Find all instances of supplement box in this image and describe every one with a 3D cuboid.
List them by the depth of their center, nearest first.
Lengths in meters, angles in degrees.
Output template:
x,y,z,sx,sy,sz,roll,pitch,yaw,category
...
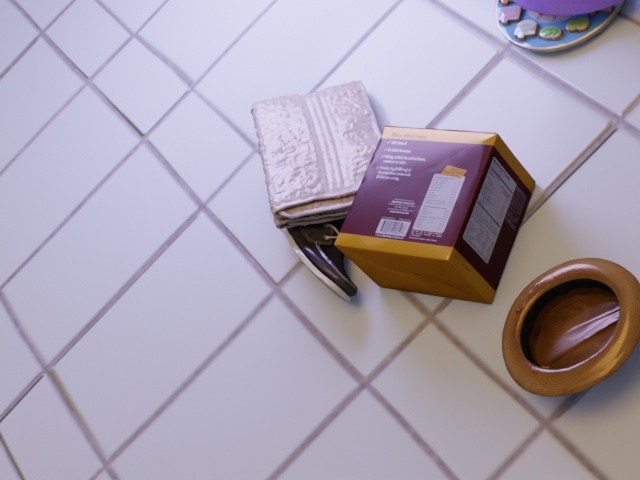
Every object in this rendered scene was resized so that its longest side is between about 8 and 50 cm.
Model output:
x,y,z,sx,sy,sz,roll,pitch,yaw,category
0.157,-0.038,1.726,0.191,0.129,0.194,8,66,39,supplement box

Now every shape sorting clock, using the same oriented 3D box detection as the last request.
x,y,z,sx,sy,sz,roll,pitch,yaw,category
0.354,-0.366,1.868,0.206,0.040,0.206,-19,52,26,shape sorting clock

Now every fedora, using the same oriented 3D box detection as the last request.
x,y,z,sx,sy,sz,roll,pitch,yaw,category
0.317,0.115,1.542,0.194,0.079,0.194,-23,51,31,fedora

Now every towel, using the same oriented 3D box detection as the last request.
x,y,z,sx,sy,sz,roll,pitch,yaw,category
0.000,-0.136,1.904,0.187,0.049,0.282,-11,45,-3,towel

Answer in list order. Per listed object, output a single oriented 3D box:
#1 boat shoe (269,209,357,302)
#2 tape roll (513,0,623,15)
x,y,z,sx,sy,sz,roll,pitch,yaw,category
0.000,0.000,1.847,0.079,0.084,0.233,-40,43,7,boat shoe
0.380,-0.453,1.836,0.275,0.090,0.274,-16,46,17,tape roll
